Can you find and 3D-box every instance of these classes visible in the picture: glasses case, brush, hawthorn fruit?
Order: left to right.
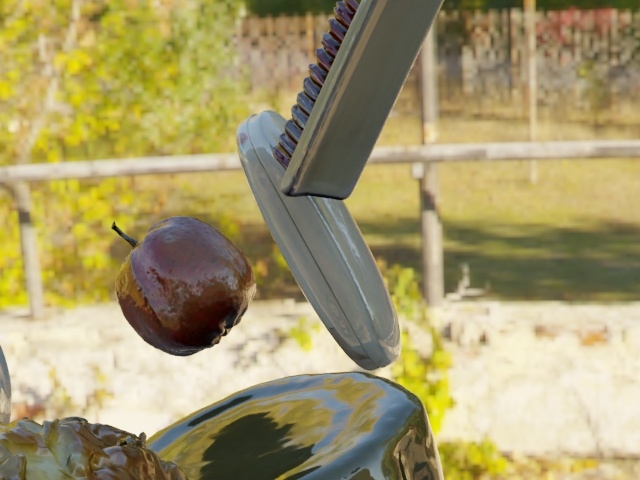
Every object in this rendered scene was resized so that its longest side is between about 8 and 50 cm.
[{"bbox_3d":[-0.172,0.042,1.665,0.194,0.157,0.157,42,27,14],"label":"hawthorn fruit"},{"bbox_3d":[0.000,0.000,1.021,0.051,0.204,0.081,-26,6,17],"label":"glasses case"},{"bbox_3d":[0.051,-0.164,0.866,0.060,0.321,0.050,3,37,-35],"label":"brush"}]

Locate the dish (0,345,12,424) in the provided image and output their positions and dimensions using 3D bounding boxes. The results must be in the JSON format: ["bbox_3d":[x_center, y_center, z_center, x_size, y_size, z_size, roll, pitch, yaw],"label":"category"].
[{"bbox_3d":[-0.463,0.162,1.469,0.316,0.316,0.106,-8,-7,-28],"label":"dish"}]

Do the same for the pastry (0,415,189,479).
[{"bbox_3d":[-0.188,0.277,0.933,0.292,0.405,0.337,-31,10,20],"label":"pastry"}]

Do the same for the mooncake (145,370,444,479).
[{"bbox_3d":[-0.041,0.298,1.532,0.378,0.201,0.378,-18,15,5],"label":"mooncake"}]
